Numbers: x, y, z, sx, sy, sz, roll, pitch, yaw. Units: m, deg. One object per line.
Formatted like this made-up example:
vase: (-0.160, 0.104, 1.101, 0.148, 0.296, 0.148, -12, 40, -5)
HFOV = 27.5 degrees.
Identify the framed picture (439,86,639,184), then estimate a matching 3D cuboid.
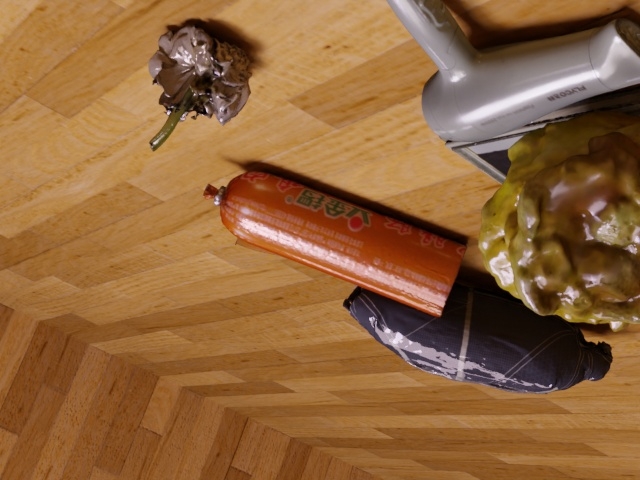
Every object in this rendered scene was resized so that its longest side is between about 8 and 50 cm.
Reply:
framed picture: (0.277, -0.058, 1.199, 0.231, 0.018, 0.293, 30, 161, -27)

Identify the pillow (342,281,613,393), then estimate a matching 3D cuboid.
pillow: (0.195, 0.110, 1.613, 0.335, 0.161, 0.092, 17, 120, 4)

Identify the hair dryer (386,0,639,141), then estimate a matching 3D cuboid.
hair dryer: (0.115, -0.175, 0.996, 0.237, 0.075, 0.206, 39, 149, -26)

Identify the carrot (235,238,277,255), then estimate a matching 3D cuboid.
carrot: (0.000, 0.000, 1.621, 0.205, 0.072, 0.072, 16, 163, -5)

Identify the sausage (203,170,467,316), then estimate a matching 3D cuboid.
sausage: (0.011, -0.007, 1.529, 0.312, 0.093, 0.093, 21, 162, 1)

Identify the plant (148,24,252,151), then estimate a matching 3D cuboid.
plant: (-0.128, -0.141, 1.252, 0.104, 0.122, 0.116, 36, 167, -10)

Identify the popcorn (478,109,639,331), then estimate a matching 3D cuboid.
popcorn: (0.231, -0.013, 1.056, 0.198, 0.197, 0.155, 26, -170, -17)
